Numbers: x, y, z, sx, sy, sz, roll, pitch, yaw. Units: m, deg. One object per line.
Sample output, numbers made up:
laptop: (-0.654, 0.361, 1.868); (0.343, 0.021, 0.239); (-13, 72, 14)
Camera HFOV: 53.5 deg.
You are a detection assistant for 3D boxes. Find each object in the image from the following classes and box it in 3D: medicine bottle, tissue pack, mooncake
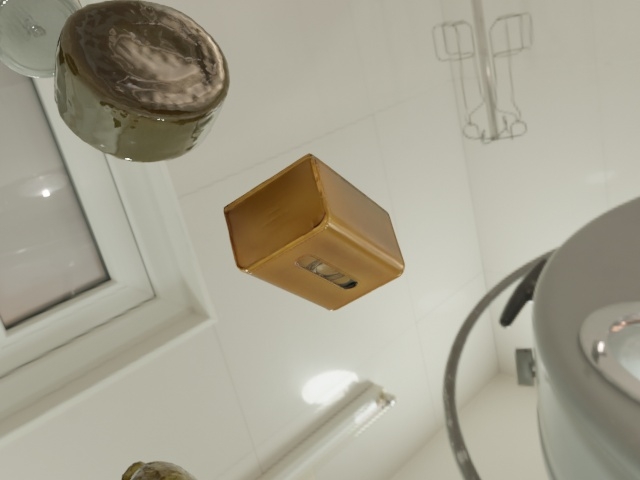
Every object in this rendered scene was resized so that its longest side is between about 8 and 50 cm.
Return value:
medicine bottle: (-0.727, -0.562, 1.631); (0.237, 0.238, 0.232); (-19, -146, -14)
tissue pack: (0.000, 0.000, 1.110); (0.194, 0.274, 0.145); (-32, -124, 21)
mooncake: (-0.303, -0.266, 1.078); (0.284, 0.284, 0.156); (-32, 165, -40)

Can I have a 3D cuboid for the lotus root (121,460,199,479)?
lotus root: (-0.184, 0.337, 0.757); (0.138, 0.139, 0.214); (-23, -141, -23)
